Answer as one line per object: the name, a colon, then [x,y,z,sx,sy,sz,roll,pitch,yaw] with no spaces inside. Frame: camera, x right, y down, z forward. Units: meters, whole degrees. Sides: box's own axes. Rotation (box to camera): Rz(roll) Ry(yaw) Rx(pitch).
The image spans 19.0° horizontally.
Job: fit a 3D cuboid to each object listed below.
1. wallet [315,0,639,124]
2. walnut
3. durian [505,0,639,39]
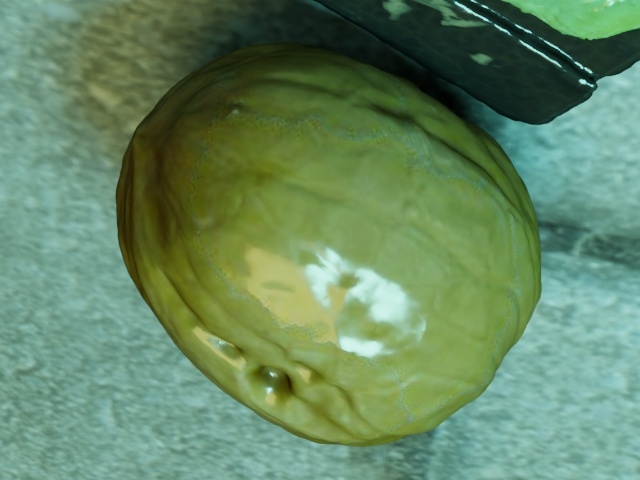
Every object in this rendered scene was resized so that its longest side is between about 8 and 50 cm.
wallet: [0.021,-0.164,0.863,0.321,0.044,0.170,31,138,-18]
walnut: [0.000,0.000,0.957,0.222,0.195,0.195,33,139,-24]
durian: [0.076,-0.175,0.757,0.250,0.101,0.139,40,100,-18]
